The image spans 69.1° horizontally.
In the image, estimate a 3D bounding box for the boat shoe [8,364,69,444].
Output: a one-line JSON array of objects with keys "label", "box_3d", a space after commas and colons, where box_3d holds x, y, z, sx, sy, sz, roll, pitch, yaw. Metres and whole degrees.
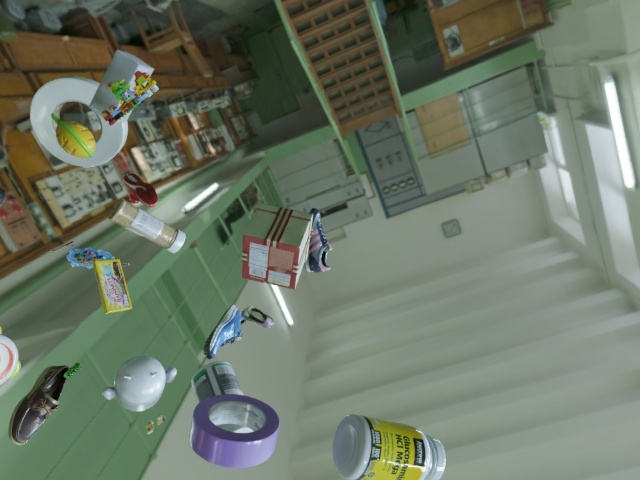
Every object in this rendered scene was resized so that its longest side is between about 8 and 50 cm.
[{"label": "boat shoe", "box_3d": [-1.166, 0.679, 1.952, 0.123, 0.123, 0.341, -16, -143, 25]}]

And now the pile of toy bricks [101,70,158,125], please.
[{"label": "pile of toy bricks", "box_3d": [-0.653, -0.479, 1.531, 0.212, 0.105, 0.118, -26, -156, 27]}]

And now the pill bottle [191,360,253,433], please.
[{"label": "pill bottle", "box_3d": [-0.442, 0.749, 2.110, 0.204, 0.204, 0.361, -26, -132, -11]}]

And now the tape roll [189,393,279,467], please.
[{"label": "tape roll", "box_3d": [-0.273, 0.599, 1.483, 0.275, 0.090, 0.275, 12, -172, -2]}]

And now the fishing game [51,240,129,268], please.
[{"label": "fishing game", "box_3d": [-0.936, 0.082, 1.885, 0.189, 0.264, 0.041, -18, -122, 24]}]

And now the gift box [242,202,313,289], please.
[{"label": "gift box", "box_3d": [-0.178, 0.024, 1.840, 0.255, 0.276, 0.258, 16, -141, 2]}]

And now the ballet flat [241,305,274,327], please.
[{"label": "ballet flat", "box_3d": [-0.321, 0.365, 2.282, 0.222, 0.079, 0.076, 17, -118, 39]}]

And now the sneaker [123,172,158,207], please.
[{"label": "sneaker", "box_3d": [-0.812, -0.201, 2.127, 0.087, 0.221, 0.128, -30, 154, -30]}]

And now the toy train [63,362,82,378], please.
[{"label": "toy train", "box_3d": [-0.781, 0.409, 1.465, 0.024, 0.017, 0.083, 21, -170, -5]}]

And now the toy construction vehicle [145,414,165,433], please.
[{"label": "toy construction vehicle", "box_3d": [-0.729, 0.799, 2.032, 0.086, 0.035, 0.098, -31, -173, -7]}]

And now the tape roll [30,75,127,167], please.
[{"label": "tape roll", "box_3d": [-1.055, -0.516, 2.039, 0.392, 0.391, 0.072, -21, -153, 5]}]

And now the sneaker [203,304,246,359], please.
[{"label": "sneaker", "box_3d": [-0.477, 0.481, 2.384, 0.130, 0.147, 0.330, -48, -172, 43]}]

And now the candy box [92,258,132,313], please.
[{"label": "candy box", "box_3d": [-0.801, 0.174, 1.787, 0.027, 0.205, 0.105, -26, 168, 34]}]

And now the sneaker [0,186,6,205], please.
[{"label": "sneaker", "box_3d": [-1.230, -0.211, 1.610, 0.140, 0.125, 0.341, -35, 160, 5]}]

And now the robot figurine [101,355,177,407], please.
[{"label": "robot figurine", "box_3d": [-0.770, 0.612, 1.986, 0.300, 0.199, 0.353, -15, 159, -28]}]

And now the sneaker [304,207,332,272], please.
[{"label": "sneaker", "box_3d": [0.000, 0.000, 2.280, 0.131, 0.318, 0.112, 3, -177, 22]}]

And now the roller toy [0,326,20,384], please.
[{"label": "roller toy", "box_3d": [-1.152, 0.399, 1.568, 0.146, 0.209, 0.191, 2, -160, 35]}]

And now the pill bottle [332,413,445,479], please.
[{"label": "pill bottle", "box_3d": [0.222, 0.673, 1.475, 0.188, 0.334, 0.187, -48, -148, 43]}]

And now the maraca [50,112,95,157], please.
[{"label": "maraca", "box_3d": [-0.795, -0.335, 1.486, 0.099, 0.186, 0.127, -43, 163, -21]}]

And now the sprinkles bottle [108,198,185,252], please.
[{"label": "sprinkles bottle", "box_3d": [-0.838, -0.068, 2.262, 0.121, 0.355, 0.121, -30, -138, 31]}]

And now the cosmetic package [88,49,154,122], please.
[{"label": "cosmetic package", "box_3d": [-0.722, -0.555, 1.686, 0.238, 0.107, 0.127, -52, -176, 17]}]
